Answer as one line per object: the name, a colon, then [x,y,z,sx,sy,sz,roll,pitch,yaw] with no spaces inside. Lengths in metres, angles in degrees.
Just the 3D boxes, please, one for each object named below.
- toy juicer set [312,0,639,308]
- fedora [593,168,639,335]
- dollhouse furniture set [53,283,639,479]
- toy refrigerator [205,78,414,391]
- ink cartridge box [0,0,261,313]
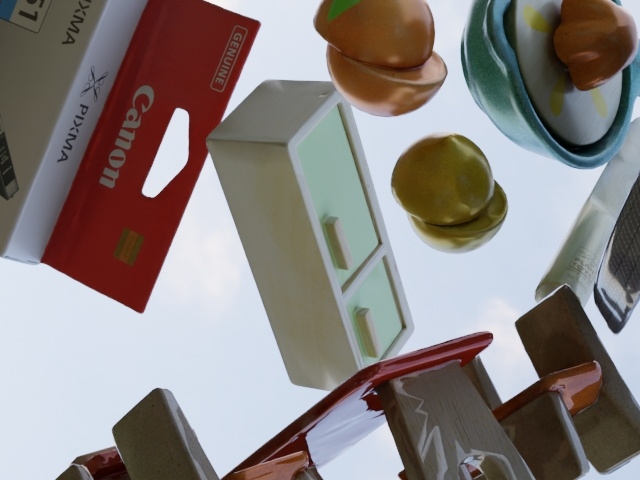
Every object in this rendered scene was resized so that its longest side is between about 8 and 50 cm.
toy juicer set: [0.121,-0.072,0.802,0.089,0.329,0.209,-9,-127,39]
fedora: [0.232,-0.041,0.692,0.124,0.275,0.244,31,-79,13]
dollhouse furniture set: [-0.018,0.110,0.721,0.259,0.262,0.135,-43,-113,43]
toy refrigerator: [0.000,0.000,1.322,0.094,0.102,0.270,6,-52,32]
ink cartridge box: [-0.225,-0.116,1.396,0.261,0.066,0.296,24,-87,28]
